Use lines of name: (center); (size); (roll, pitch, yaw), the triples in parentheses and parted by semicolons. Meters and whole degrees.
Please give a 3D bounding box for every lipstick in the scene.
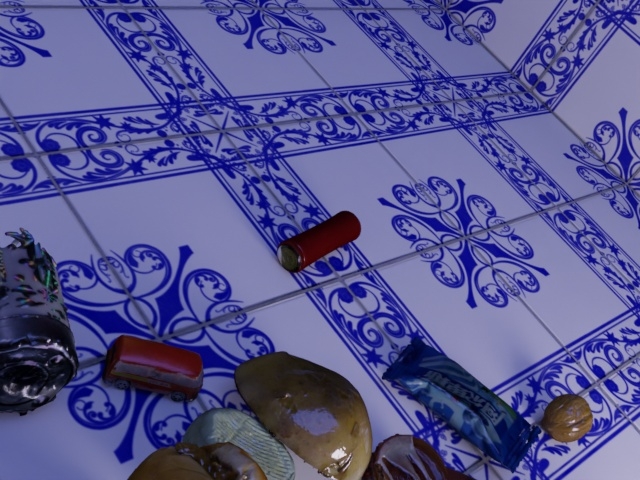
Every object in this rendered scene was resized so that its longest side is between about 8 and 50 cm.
lipstick: (0.000, 0.000, 1.883); (0.080, 0.080, 0.241); (44, 40, 15)

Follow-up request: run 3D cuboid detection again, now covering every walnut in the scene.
walnut: (0.541, 0.391, 1.826); (0.124, 0.105, 0.105); (-12, 55, -29)

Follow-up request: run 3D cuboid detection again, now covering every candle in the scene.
candle: (-0.501, 0.102, 1.333); (0.187, 0.187, 0.330); (3, 46, -33)

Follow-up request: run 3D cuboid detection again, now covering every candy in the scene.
candy: (0.295, 0.338, 1.725); (0.331, 0.077, 0.187); (39, 36, 12)

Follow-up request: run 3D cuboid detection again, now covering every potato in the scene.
potato: (-0.010, 0.289, 1.466); (0.299, 0.116, 0.239); (40, 17, 5)

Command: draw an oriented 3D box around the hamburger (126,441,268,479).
hamburger: (-0.166, 0.441, 1.112); (0.174, 0.284, 0.304); (2, 50, -34)

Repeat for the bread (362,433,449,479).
bread: (0.155, 0.436, 1.516); (0.160, 0.073, 0.160); (14, 45, -14)

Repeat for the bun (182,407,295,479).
bun: (-0.139, 0.367, 1.343); (0.195, 0.118, 0.195); (31, 18, -11)

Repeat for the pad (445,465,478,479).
pad: (0.302, 0.530, 1.577); (0.267, 0.004, 0.181); (25, 38, -10)

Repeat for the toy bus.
toy bus: (-0.283, 0.220, 1.441); (0.174, 0.077, 0.079); (17, 41, -19)
